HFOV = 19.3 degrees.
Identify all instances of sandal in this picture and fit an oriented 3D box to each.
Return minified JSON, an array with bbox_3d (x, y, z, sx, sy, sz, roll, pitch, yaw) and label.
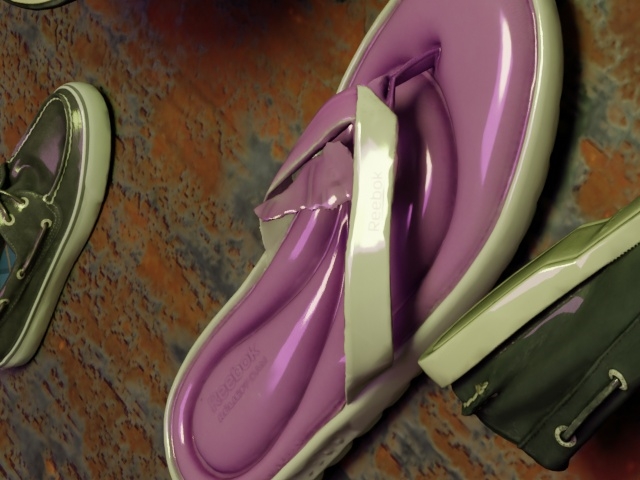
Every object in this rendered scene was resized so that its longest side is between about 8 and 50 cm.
[{"bbox_3d":[0.009,0.009,1.104,0.169,0.102,0.416,46,118,37],"label":"sandal"}]

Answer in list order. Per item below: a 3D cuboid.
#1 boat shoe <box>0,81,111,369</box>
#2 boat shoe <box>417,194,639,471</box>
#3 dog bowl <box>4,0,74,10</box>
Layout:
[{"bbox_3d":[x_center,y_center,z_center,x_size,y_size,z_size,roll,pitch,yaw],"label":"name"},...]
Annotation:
[{"bbox_3d":[-0.222,-0.010,1.358,0.080,0.076,0.228,42,116,39],"label":"boat shoe"},{"bbox_3d":[0.200,0.013,0.910,0.340,0.127,0.113,-37,91,29],"label":"boat shoe"},{"bbox_3d":[-0.128,-0.347,1.115,0.408,0.150,0.407,25,121,53],"label":"dog bowl"}]
